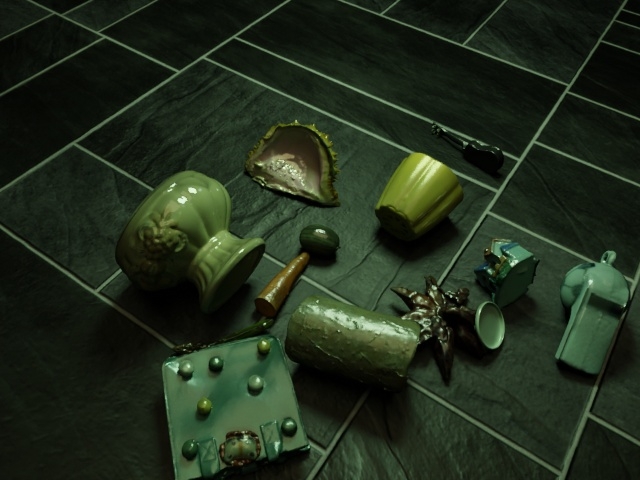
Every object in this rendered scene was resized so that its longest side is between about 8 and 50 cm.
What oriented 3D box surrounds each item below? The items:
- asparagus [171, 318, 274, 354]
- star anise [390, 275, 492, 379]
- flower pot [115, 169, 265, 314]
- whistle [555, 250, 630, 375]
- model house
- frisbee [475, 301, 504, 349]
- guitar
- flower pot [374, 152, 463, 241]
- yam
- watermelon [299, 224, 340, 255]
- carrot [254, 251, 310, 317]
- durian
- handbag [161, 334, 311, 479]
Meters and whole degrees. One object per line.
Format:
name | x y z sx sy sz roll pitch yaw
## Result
asparagus | -0.217 0.223 1.258 0.236 0.027 0.034 -16 73 -14
star anise | 0.275 0.178 1.272 0.272 0.102 0.272 4 54 -5
flower pot | -0.284 0.017 1.269 0.244 0.307 0.307 36 56 7
whistle | 0.632 0.158 1.305 0.163 0.163 0.289 22 90 14
model house | 0.438 0.061 1.367 0.119 0.148 0.148 -25 43 -16
frisbee | 0.388 0.195 1.269 0.014 0.110 0.110 -12 33 48
guitar | 0.437 -0.293 1.695 0.038 0.084 0.271 -35 54 -25
flower pot | 0.249 -0.101 1.461 0.195 0.195 0.179 32 69 21
yam | 0.073 0.219 1.187 0.268 0.161 0.161 13 51 16
watermelon | 0.000 0.000 1.421 0.111 0.078 0.078 17 52 3
carrot | -0.082 0.094 1.359 0.061 0.061 0.209 24 48 16
durian | -0.053 -0.242 1.548 0.305 0.195 0.185 28 48 21
handbag | -0.177 0.331 1.126 0.269 0.100 0.274 -10 51 -12
